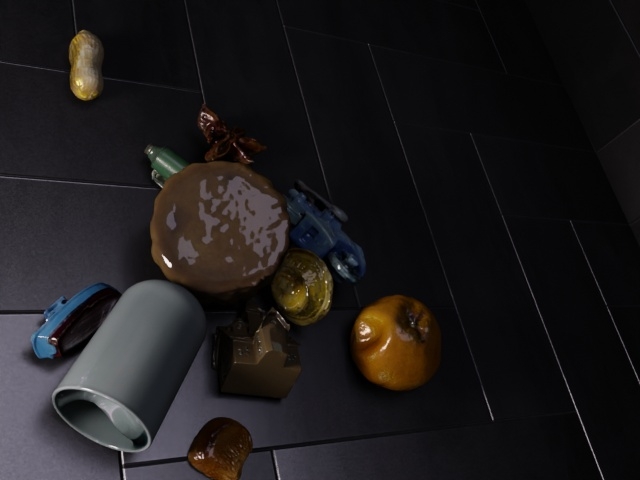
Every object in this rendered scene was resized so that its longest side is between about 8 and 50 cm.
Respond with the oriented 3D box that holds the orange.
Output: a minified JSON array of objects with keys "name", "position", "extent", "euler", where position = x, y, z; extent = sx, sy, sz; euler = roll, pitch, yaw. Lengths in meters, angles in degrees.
[{"name":"orange","position":[0.205,0.249,1.842],"extent":[0.249,0.183,0.249],"euler":[15,54,-22]}]

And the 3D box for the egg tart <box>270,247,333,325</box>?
[{"name":"egg tart","position":[-0.057,0.112,1.763],"extent":[0.074,0.191,0.191],"euler":[-8,64,-55]}]

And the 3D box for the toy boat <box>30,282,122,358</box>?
[{"name":"toy boat","position":[-0.506,0.157,1.520],"extent":[0.097,0.100,0.223],"euler":[15,37,22]}]

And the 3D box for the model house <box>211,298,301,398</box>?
[{"name":"model house","position":[-0.144,0.206,1.683],"extent":[0.180,0.176,0.248],"euler":[11,39,-26]}]

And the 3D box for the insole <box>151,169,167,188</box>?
[{"name":"insole","position":[-0.337,-0.123,1.856],"extent":[0.192,0.010,0.063],"euler":[30,49,-13]}]

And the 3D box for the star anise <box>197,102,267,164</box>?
[{"name":"star anise","position":[-0.251,-0.263,1.939],"extent":[0.212,0.111,0.196],"euler":[-21,79,-48]}]

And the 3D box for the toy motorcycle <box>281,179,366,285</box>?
[{"name":"toy motorcycle","position":[0.015,-0.017,1.876],"extent":[0.319,0.182,0.241],"euler":[47,36,13]}]

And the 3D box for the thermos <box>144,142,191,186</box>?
[{"name":"thermos","position":[-0.354,-0.169,1.828],"extent":[0.187,0.083,0.073],"euler":[38,27,-2]}]

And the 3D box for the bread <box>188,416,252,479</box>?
[{"name":"bread","position":[-0.202,0.437,1.553],"extent":[0.126,0.044,0.129],"euler":[37,45,-8]}]

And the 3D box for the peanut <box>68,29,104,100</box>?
[{"name":"peanut","position":[-0.586,-0.442,1.856],"extent":[0.087,0.087,0.207],"euler":[6,58,-30]}]

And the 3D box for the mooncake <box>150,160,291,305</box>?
[{"name":"mooncake","position":[-0.227,-0.010,1.684],"extent":[0.324,0.187,0.324],"euler":[2,73,-7]}]

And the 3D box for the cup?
[{"name":"cup","position":[-0.361,0.237,1.474],"extent":[0.205,0.205,0.312],"euler":[34,47,-9]}]
